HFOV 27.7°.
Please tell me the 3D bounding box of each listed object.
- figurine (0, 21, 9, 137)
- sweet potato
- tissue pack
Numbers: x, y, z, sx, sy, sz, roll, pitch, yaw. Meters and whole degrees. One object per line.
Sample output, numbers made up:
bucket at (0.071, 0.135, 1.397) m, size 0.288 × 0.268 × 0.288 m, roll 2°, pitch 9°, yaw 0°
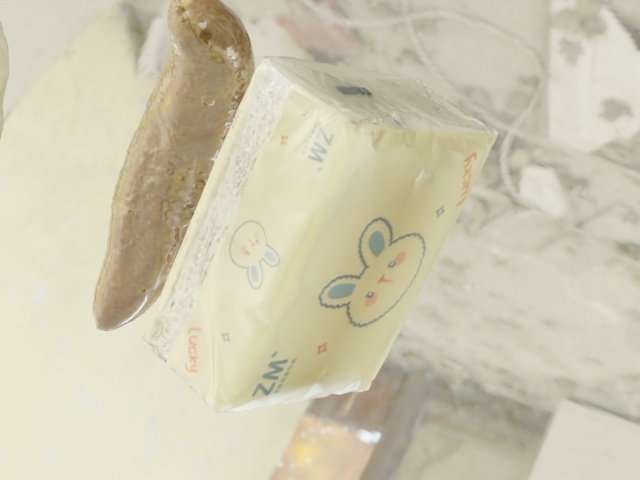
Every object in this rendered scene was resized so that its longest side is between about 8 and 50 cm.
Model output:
figurine at (-0.217, -0.102, 0.528) m, size 0.204 × 0.185 × 0.332 m, roll 61°, pitch -178°, yaw -19°
sweet potato at (-0.122, -0.066, 1.089) m, size 0.092 × 0.114 × 0.341 m, roll 33°, pitch 127°, yaw 14°
tissue pack at (0.000, 0.000, 0.772) m, size 0.148 × 0.196 × 0.092 m, roll -1°, pitch -145°, yaw -48°
